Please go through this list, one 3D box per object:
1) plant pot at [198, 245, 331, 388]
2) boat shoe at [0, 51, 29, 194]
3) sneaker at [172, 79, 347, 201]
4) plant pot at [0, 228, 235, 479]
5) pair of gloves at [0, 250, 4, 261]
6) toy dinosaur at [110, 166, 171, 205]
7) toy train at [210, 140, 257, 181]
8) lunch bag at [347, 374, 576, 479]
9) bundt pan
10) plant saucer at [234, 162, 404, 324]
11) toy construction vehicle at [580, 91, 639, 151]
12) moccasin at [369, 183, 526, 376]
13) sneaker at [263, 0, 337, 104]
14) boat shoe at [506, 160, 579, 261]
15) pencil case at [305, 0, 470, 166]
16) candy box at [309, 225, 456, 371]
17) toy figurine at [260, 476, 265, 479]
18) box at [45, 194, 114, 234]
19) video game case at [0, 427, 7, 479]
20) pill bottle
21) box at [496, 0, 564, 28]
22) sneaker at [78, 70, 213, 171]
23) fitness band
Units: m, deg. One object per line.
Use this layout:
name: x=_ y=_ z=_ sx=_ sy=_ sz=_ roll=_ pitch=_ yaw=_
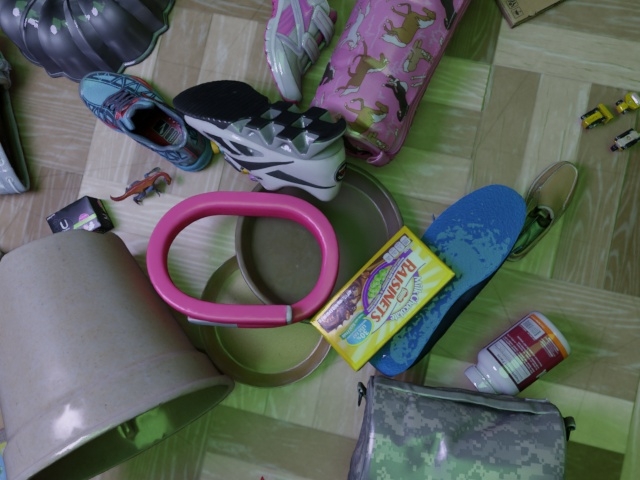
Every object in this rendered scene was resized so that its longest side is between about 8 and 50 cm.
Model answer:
plant pot: x=-0.088 y=0.128 z=0.928 sx=0.236 sy=0.032 sz=0.237 roll=0 pitch=86 yaw=5
boat shoe: x=-0.574 y=-0.237 z=0.956 sx=0.102 sy=0.118 sz=0.321 roll=-4 pitch=90 yaw=-1
sneaker: x=-0.103 y=-0.149 z=0.859 sx=0.330 sy=0.146 sz=0.122 roll=28 pitch=53 yaw=30
plant pot: x=-0.346 y=0.165 z=0.829 sx=0.333 sy=0.334 sz=0.306 roll=-32 pitch=73 yaw=2
pair of gloves: x=-0.597 y=0.121 z=0.897 sx=0.042 sy=0.204 sz=0.240 roll=30 pitch=84 yaw=-26
toy dinosaur: x=-0.298 y=-0.091 z=0.944 sx=0.082 sy=0.090 sz=0.047 roll=-28 pitch=101 yaw=34
toy train: x=-0.110 y=-0.168 z=0.944 sx=0.166 sy=0.046 sz=0.125 roll=33 pitch=80 yaw=8
lunch bag: x=0.189 y=0.337 z=0.788 sx=0.304 sy=0.212 sz=0.256 roll=8 pitch=99 yaw=6
bundt pan: x=-0.429 y=-0.453 z=0.949 sx=0.330 sy=0.124 sz=0.331 roll=0 pitch=86 yaw=6
plant saucer: x=0.000 y=0.000 z=0.900 sx=0.277 sy=0.041 sz=0.278 roll=0 pitch=76 yaw=-2
toy construction vehicle: x=0.488 y=-0.190 z=0.899 sx=0.098 sy=0.035 sz=0.086 roll=-32 pitch=73 yaw=0
moccasin: x=0.186 y=0.057 z=0.870 sx=0.137 sy=0.117 sz=0.342 roll=43 pitch=95 yaw=18
sneaker: x=-0.029 y=-0.352 z=0.917 sx=0.111 sy=0.103 sz=0.253 roll=2 pitch=87 yaw=7
boat shoe: x=0.358 y=-0.047 z=0.878 sx=0.068 sy=0.072 sz=0.190 roll=31 pitch=89 yaw=6
pencil case: x=0.120 y=-0.310 z=0.876 sx=0.160 sy=0.167 sz=0.386 roll=28 pitch=89 yaw=-29
candy box: x=0.091 y=0.086 z=0.816 sx=0.206 sy=0.027 sz=0.105 roll=-46 pitch=77 yaw=5
toy figurine: x=-0.262 y=0.446 z=0.787 sx=0.362 sy=0.217 sz=0.191 roll=-14 pitch=56 yaw=12
box: x=-0.417 y=-0.030 z=0.956 sx=0.083 sy=0.052 sz=0.062 roll=-29 pitch=85 yaw=4
video game case: x=-0.594 y=0.457 z=0.956 sx=0.285 sy=0.025 sz=0.204 roll=-25 pitch=85 yaw=3
pill bottle: x=0.305 y=0.187 z=0.862 sx=0.152 sy=0.086 sz=0.086 roll=-38 pitch=84 yaw=3
box: x=0.353 y=-0.485 z=0.931 sx=0.164 sy=0.021 sz=0.201 roll=-26 pitch=84 yaw=3
sneaker: x=-0.301 y=-0.218 z=0.920 sx=0.261 sy=0.125 sz=0.104 roll=30 pitch=89 yaw=6
fitness band: x=-0.115 y=0.026 z=0.837 sx=0.290 sy=0.054 sz=0.209 roll=3 pitch=71 yaw=-1
